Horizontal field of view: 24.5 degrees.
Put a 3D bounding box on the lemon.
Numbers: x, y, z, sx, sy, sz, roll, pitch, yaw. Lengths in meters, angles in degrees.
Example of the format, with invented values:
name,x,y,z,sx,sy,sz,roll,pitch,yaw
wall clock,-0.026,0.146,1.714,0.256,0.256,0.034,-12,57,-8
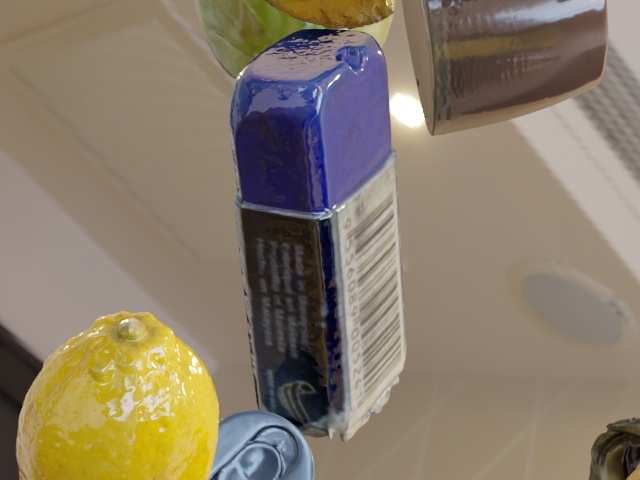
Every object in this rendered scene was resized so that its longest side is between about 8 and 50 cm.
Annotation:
name,x,y,z,sx,sy,sz,roll,pitch,yaw
lemon,-0.112,0.107,0.826,0.114,0.114,0.155,27,-57,16

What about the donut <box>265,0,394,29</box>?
name,x,y,z,sx,sy,sz,roll,pitch,yaw
donut,0.006,-0.168,0.784,0.097,0.043,0.108,22,-51,-2

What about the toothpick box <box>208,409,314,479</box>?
name,x,y,z,sx,sy,sz,roll,pitch,yaw
toothpick box,-0.057,0.210,1.265,0.101,0.101,0.153,32,-18,7

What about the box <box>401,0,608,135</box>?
name,x,y,z,sx,sy,sz,roll,pitch,yaw
box,0.212,-0.285,1.757,0.216,0.301,0.301,-7,-33,1

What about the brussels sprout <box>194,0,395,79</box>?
name,x,y,z,sx,sy,sz,roll,pitch,yaw
brussels sprout,-0.038,-0.246,1.443,0.223,0.223,0.161,9,2,43

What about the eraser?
name,x,y,z,sx,sy,sz,roll,pitch,yaw
eraser,0.000,0.000,1.250,0.101,0.155,0.332,8,-61,26

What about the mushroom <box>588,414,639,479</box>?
name,x,y,z,sx,sy,sz,roll,pitch,yaw
mushroom,0.190,0.278,1.007,0.130,0.344,0.247,10,18,-48

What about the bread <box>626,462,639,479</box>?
name,x,y,z,sx,sy,sz,roll,pitch,yaw
bread,0.249,0.207,0.509,0.398,0.398,0.215,26,-35,19
